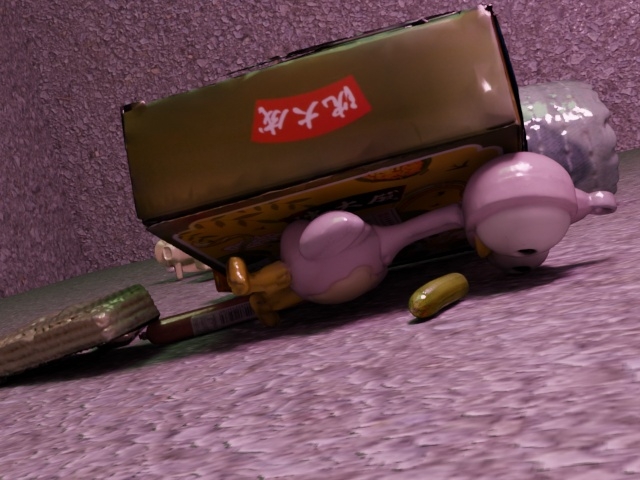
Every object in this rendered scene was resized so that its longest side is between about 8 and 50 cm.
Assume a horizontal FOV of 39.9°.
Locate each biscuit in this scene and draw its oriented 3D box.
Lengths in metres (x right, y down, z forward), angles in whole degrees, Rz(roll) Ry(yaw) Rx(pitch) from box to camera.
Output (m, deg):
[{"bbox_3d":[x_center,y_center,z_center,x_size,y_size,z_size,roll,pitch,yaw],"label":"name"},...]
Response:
[{"bbox_3d":[-0.279,0.099,0.984,0.252,0.052,0.150,-18,6,33],"label":"biscuit"}]

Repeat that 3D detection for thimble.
[{"bbox_3d":[0.354,-0.142,1.356,0.172,0.204,0.250,-13,-1,6],"label":"thimble"}]

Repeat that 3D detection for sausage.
[{"bbox_3d":[-0.095,0.080,0.999,0.223,0.029,0.029,-14,4,-13],"label":"sausage"}]

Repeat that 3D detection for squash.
[{"bbox_3d":[0.101,0.048,0.770,0.027,0.027,0.083,-11,3,34],"label":"squash"}]

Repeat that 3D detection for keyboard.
[{"bbox_3d":[-0.259,0.119,1.135,0.055,0.017,0.166,-9,3,-2],"label":"keyboard"}]

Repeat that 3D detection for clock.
[{"bbox_3d":[-0.202,0.007,1.919,0.276,0.120,0.379,-10,2,-25],"label":"clock"}]

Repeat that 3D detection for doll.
[{"bbox_3d":[0.097,-0.002,0.844,0.365,0.094,0.160,-11,-26,9],"label":"doll"}]

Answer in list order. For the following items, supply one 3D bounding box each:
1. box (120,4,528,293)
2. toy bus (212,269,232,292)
[{"bbox_3d":[0.035,-0.069,0.998,0.373,0.138,0.420,-13,-16,9],"label":"box"},{"bbox_3d":[0.000,0.000,1.400,0.093,0.092,0.409,-7,8,41],"label":"toy bus"}]
